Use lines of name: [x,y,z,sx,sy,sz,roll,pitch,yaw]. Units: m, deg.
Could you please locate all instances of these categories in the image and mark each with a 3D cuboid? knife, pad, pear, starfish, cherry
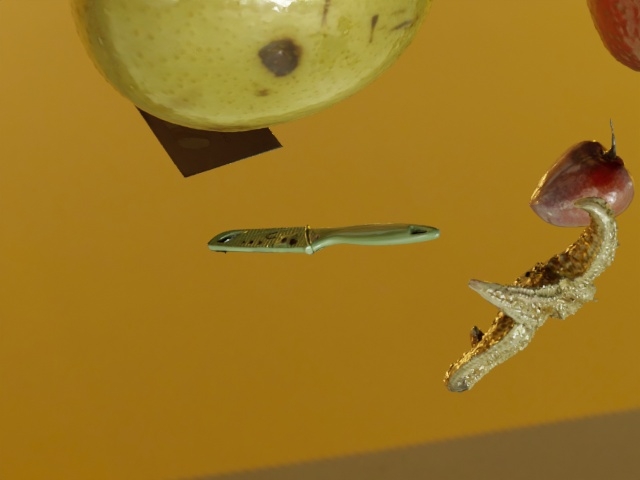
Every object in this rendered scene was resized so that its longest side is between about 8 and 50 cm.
knife: [-0.001,-0.002,1.848,0.293,0.020,0.043,-1,-138,31]
pad: [-0.144,-0.150,1.980,0.127,0.004,0.190,-20,-130,-21]
pear: [-0.063,-0.263,1.458,0.348,0.348,0.348,11,-142,-8]
starfish: [0.179,0.050,1.405,0.071,0.238,0.216,42,-147,13]
cherry: [0.319,-0.068,2.000,0.087,0.126,0.106,40,-144,-41]

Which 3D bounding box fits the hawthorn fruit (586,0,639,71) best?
hawthorn fruit: [0.438,-0.346,2.019,0.300,0.275,0.275,56,-149,-23]
